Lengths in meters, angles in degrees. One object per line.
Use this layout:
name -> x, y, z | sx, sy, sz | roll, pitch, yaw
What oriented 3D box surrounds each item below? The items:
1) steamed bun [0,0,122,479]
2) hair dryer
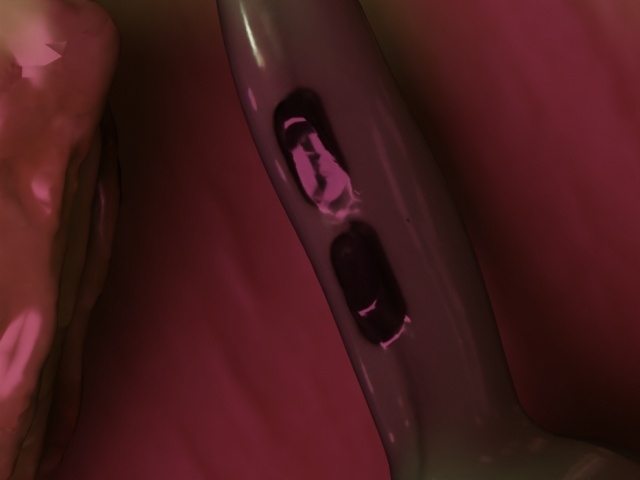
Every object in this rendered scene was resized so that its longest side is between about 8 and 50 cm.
steamed bun -> -0.219, 0.083, 0.441 | 0.247, 0.189, 0.428 | 41, 121, 26
hair dryer -> -0.004, 0.020, 0.338 | 0.092, 0.229, 0.267 | -28, 96, 21
